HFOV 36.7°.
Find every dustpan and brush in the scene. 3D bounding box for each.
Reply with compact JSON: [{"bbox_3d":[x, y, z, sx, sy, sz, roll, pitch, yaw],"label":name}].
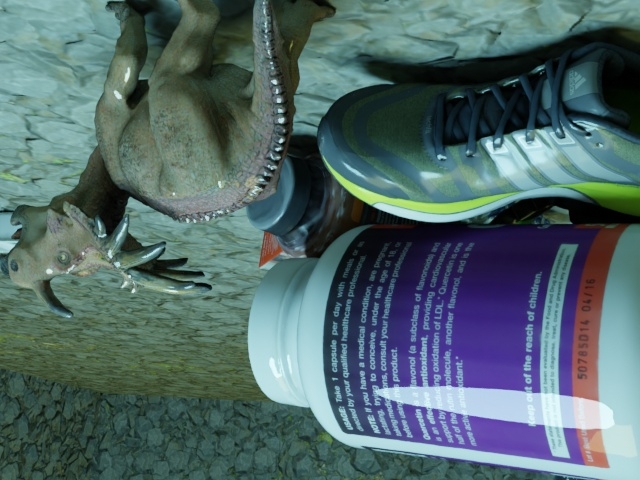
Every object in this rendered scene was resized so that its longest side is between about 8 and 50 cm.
[{"bbox_3d":[-0.391,-0.002,1.186,0.147,0.060,0.211,-7,160,38],"label":"dustpan and brush"}]

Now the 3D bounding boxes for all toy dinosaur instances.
[{"bbox_3d":[-0.086,-0.054,0.627,0.127,0.201,0.295,17,161,-35],"label":"toy dinosaur"}]

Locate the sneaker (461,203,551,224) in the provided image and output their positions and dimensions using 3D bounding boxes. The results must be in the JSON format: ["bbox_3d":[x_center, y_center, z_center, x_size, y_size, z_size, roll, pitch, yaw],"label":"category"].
[{"bbox_3d":[0.173,-0.012,0.985,0.135,0.052,0.058,12,175,6],"label":"sneaker"}]

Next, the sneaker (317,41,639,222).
[{"bbox_3d":[0.146,-0.084,0.652,0.299,0.111,0.121,-2,156,3],"label":"sneaker"}]

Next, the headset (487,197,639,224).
[{"bbox_3d":[0.306,0.039,0.827,0.394,0.244,0.185,-27,174,32],"label":"headset"}]

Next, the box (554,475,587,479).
[{"bbox_3d":[0.570,0.281,1.420,0.395,0.294,0.212,-8,159,39],"label":"box"}]

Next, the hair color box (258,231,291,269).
[{"bbox_3d":[0.000,0.000,1.067,0.093,0.053,0.167,11,162,-17],"label":"hair color box"}]

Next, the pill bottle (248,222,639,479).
[{"bbox_3d":[0.111,0.077,0.736,0.322,0.182,0.181,1,164,31],"label":"pill bottle"}]

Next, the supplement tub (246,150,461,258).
[{"bbox_3d":[0.030,-0.020,0.887,0.197,0.106,0.106,18,160,-37],"label":"supplement tub"}]
